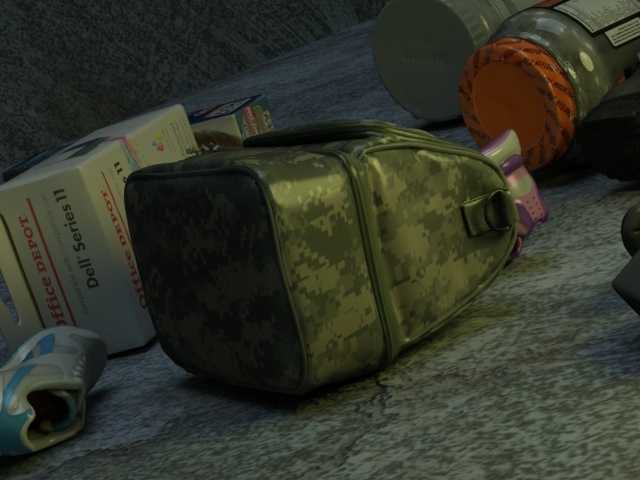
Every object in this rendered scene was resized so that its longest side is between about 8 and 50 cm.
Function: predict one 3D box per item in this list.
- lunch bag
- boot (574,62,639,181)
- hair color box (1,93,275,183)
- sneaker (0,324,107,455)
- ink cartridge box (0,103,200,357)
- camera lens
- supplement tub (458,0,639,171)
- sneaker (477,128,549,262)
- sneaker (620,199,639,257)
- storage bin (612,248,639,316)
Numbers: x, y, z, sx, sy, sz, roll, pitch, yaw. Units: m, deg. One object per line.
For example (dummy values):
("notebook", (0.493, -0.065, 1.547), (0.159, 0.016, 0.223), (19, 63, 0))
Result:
("lunch bag", (0.000, 0.000, 1.581), (0.256, 0.212, 0.305), (-15, 7, -29))
("boot", (0.428, -0.174, 1.771), (0.338, 0.118, 0.223), (3, 44, 47))
("hair color box", (-0.213, -0.055, 2.225), (0.347, 0.174, 0.105), (-13, 13, 25))
("sneaker", (-0.248, 0.142, 1.610), (0.092, 0.087, 0.229), (10, 19, 20))
("ink cartridge box", (-0.229, 0.000, 1.901), (0.119, 0.207, 0.353), (-14, 13, 23))
("camera lens", (0.237, -0.312, 2.640), (0.219, 0.219, 0.274), (-6, 16, 44))
("supplement tub", (0.321, -0.202, 2.066), (0.316, 0.193, 0.193), (-26, 14, -36))
("sneaker", (0.142, -0.012, 1.713), (0.095, 0.104, 0.236), (-39, -1, -33))
("sneaker", (0.328, -0.025, 1.496), (0.227, 0.087, 0.130), (-20, 9, -27))
("storage bin", (0.283, 0.032, 1.310), (0.091, 0.098, 0.135), (-46, 13, 0))
